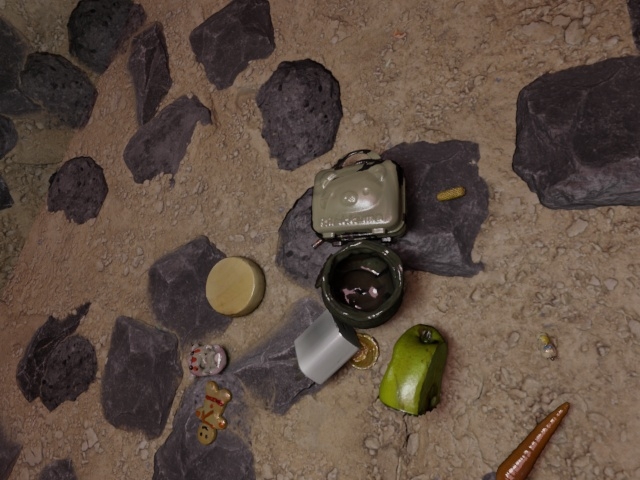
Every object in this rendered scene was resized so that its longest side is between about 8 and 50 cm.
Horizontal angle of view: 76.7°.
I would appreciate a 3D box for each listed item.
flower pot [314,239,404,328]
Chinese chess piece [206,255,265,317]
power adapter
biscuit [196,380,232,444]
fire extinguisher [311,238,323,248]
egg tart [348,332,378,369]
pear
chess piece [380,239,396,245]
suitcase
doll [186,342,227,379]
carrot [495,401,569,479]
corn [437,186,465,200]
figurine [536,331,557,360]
[{"bbox_3d":[0.130,0.136,1.340,0.301,0.213,0.302,-1,69,3],"label":"flower pot"},{"bbox_3d":[-0.345,0.188,1.649,0.250,0.097,0.251,-5,78,23],"label":"Chinese chess piece"},{"bbox_3d":[-0.001,0.381,1.400,0.255,0.124,0.187,-46,24,9],"label":"power adapter"},{"bbox_3d":[-0.434,0.697,1.618,0.153,0.030,0.235,15,85,29],"label":"biscuit"},{"bbox_3d":[0.000,0.000,1.571,0.083,0.022,0.028,-40,35,12],"label":"fire extinguisher"},{"bbox_3d":[0.140,0.386,1.407,0.128,0.049,0.129,-5,78,23],"label":"egg tart"},{"bbox_3d":[0.283,0.384,1.236,0.163,0.238,0.256,10,85,32],"label":"pear"},{"bbox_3d":[0.234,0.011,1.452,0.093,0.042,0.042,-31,68,9],"label":"chess piece"},{"bbox_3d":[0.132,-0.164,1.447,0.351,0.194,0.340,-4,71,24],"label":"suitcase"},{"bbox_3d":[-0.463,0.484,1.641,0.191,0.095,0.150,-11,68,24],"label":"doll"},{"bbox_3d":[0.595,0.588,1.147,0.069,0.069,0.336,36,92,27],"label":"carrot"},{"bbox_3d":[0.448,-0.159,1.389,0.092,0.037,0.037,-13,74,24],"label":"corn"},{"bbox_3d":[0.662,0.308,1.182,0.047,0.050,0.083,-24,70,13],"label":"figurine"}]
